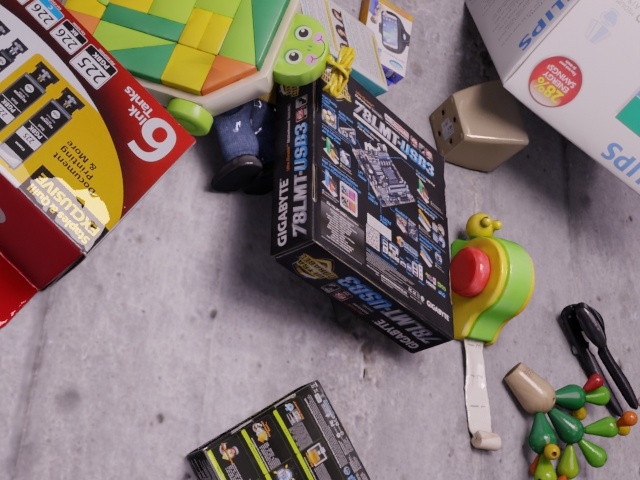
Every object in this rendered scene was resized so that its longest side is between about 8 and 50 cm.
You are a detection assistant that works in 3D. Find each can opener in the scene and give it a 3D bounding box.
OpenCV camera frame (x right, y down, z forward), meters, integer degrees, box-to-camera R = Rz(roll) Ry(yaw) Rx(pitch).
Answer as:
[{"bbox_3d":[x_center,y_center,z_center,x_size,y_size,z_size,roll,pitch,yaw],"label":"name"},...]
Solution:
[{"bbox_3d":[0.409,0.176,1.555,0.186,0.059,0.073,65,22,-6],"label":"can opener"}]

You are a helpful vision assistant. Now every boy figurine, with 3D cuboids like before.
[{"bbox_3d":[-0.114,-0.204,1.316,0.177,0.092,0.285,0,68,-42],"label":"boy figurine"}]

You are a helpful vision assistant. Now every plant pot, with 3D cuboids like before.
[{"bbox_3d":[0.225,-0.169,1.549,0.096,0.109,0.109,-3,71,-26],"label":"plant pot"}]

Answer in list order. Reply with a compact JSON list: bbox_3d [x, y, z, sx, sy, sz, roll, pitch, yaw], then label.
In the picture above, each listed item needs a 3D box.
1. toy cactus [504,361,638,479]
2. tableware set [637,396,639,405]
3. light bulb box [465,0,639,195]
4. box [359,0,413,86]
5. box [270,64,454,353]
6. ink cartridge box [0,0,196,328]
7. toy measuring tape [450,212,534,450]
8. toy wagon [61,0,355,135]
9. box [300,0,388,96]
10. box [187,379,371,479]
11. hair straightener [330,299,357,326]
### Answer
[{"bbox_3d":[0.328,0.243,1.441,0.180,0.112,0.219,46,58,3],"label":"toy cactus"},{"bbox_3d":[0.583,0.245,1.657,0.194,0.039,0.128,-38,94,-41],"label":"tableware set"},{"bbox_3d":[0.440,-0.282,1.589,0.357,0.225,0.361,34,24,-19],"label":"light bulb box"},{"bbox_3d":[0.092,-0.293,1.554,0.081,0.028,0.136,25,54,-25],"label":"box"},{"bbox_3d":[0.058,-0.048,1.317,0.295,0.073,0.293,35,43,-42],"label":"box"},{"bbox_3d":[-0.334,-0.111,1.085,0.309,0.130,0.272,45,51,-11],"label":"ink cartridge box"},{"bbox_3d":[0.237,0.109,1.416,0.121,0.121,0.330,14,61,-31],"label":"toy measuring tape"},{"bbox_3d":[-0.126,-0.256,1.228,0.344,0.068,0.267,18,73,11],"label":"toy wagon"},{"bbox_3d":[-0.001,-0.264,1.387,0.244,0.060,0.101,21,52,-56],"label":"box"},{"bbox_3d":[-0.030,0.280,1.184,0.184,0.045,0.191,-27,87,-39],"label":"box"},{"bbox_3d":[0.000,0.000,1.331,0.089,0.047,0.231,-15,84,-39],"label":"hair straightener"}]
